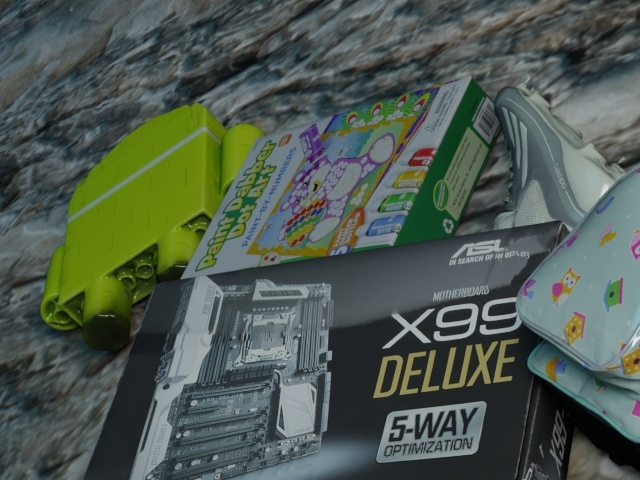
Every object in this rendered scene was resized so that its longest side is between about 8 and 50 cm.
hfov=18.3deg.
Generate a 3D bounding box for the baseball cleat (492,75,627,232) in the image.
[{"bbox_3d":[0.146,-0.043,1.393,0.109,0.072,0.206,-48,24,6],"label":"baseball cleat"}]

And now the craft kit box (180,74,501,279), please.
[{"bbox_3d":[0.000,0.000,1.546,0.246,0.061,0.250,-16,38,45],"label":"craft kit box"}]

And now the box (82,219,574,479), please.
[{"bbox_3d":[0.009,0.115,1.271,0.307,0.076,0.242,-9,41,25],"label":"box"}]

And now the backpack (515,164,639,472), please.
[{"bbox_3d":[0.216,0.034,1.121,0.188,0.144,0.166,-43,22,-5],"label":"backpack"}]

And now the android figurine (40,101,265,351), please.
[{"bbox_3d":[-0.150,-0.021,1.766,0.248,0.056,0.273,-34,30,19],"label":"android figurine"}]
